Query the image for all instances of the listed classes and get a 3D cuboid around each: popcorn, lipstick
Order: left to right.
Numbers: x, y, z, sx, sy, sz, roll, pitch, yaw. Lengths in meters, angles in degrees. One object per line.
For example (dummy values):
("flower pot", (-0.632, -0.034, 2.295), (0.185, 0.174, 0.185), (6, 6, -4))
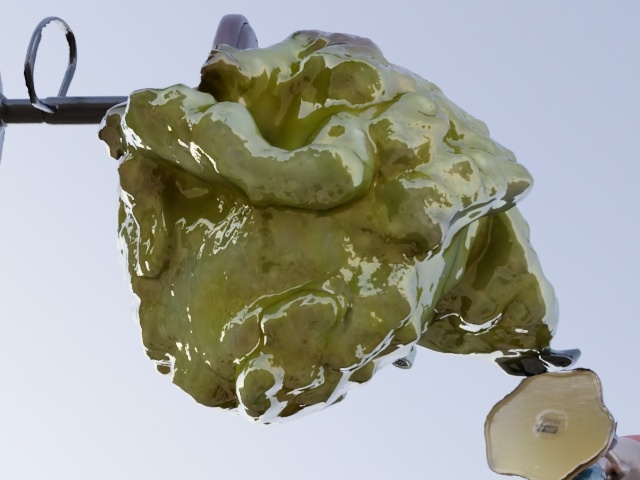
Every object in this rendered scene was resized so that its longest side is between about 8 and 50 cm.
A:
("popcorn", (-0.003, -0.008, 0.743), (0.293, 0.293, 0.237), (-16, -98, 31))
("lipstick", (0.134, 0.133, 1.746), (0.037, 0.116, 0.037), (16, -34, 11))

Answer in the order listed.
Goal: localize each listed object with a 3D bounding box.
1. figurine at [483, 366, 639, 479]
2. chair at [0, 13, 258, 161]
("figurine", (0.319, 0.286, 1.397), (0.181, 0.208, 0.257), (-34, -54, 20))
("chair", (-0.211, -0.145, 1.353), (0.401, 0.226, 0.226), (2, -50, 5))
